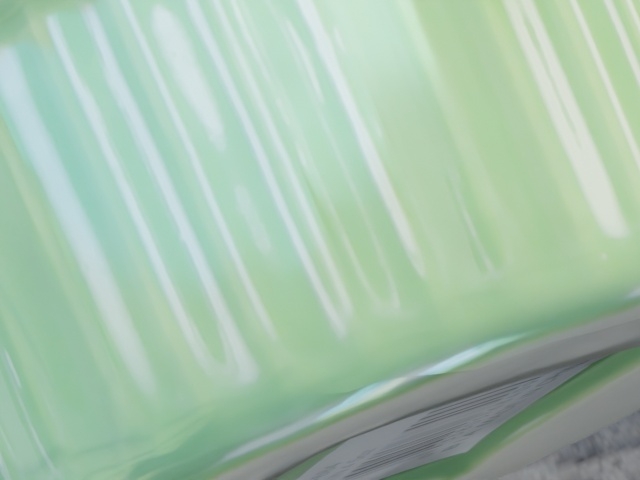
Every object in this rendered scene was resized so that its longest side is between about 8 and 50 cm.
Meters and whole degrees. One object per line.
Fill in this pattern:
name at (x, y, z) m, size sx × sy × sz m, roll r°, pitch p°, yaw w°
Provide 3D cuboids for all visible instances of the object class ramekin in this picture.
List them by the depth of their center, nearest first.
ramekin at (0.000, 0.000, 0.535) m, size 0.303 × 0.303 × 0.148 m, roll -25°, pitch 75°, yaw 5°
